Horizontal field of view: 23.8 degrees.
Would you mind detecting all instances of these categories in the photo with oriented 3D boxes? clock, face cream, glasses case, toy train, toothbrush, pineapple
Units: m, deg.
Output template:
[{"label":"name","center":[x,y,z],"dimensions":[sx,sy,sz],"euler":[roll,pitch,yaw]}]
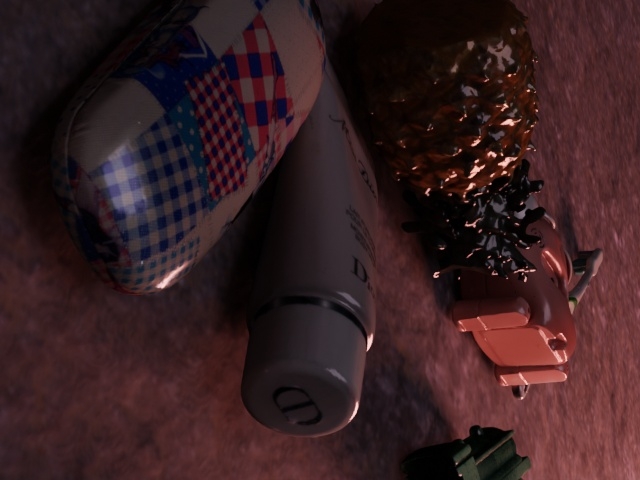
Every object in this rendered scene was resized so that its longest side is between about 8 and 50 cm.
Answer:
[{"label":"clock","center":[0.195,0.037,1.445],"dimensions":[0.166,0.093,0.162],"euler":[49,40,-46]},{"label":"face cream","center":[0.000,0.000,1.107],"dimensions":[0.314,0.089,0.143],"euler":[-83,153,-45]},{"label":"glasses case","center":[-0.074,-0.091,0.972],"dimensions":[0.125,0.076,0.327],"euler":[68,31,-26]},{"label":"toy train","center":[0.135,0.217,1.318],"dimensions":[0.170,0.071,0.111],"euler":[-20,95,-62]},{"label":"toothbrush","center":[0.253,0.081,1.609],"dimensions":[0.304,0.030,0.030],"euler":[-50,128,-54]},{"label":"pineapple","center":[0.116,-0.071,1.279],"dimensions":[0.157,0.158,0.278],"euler":[-62,147,-47]}]
